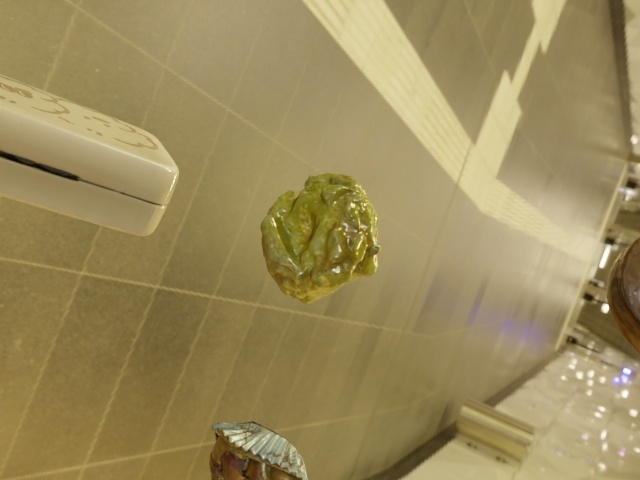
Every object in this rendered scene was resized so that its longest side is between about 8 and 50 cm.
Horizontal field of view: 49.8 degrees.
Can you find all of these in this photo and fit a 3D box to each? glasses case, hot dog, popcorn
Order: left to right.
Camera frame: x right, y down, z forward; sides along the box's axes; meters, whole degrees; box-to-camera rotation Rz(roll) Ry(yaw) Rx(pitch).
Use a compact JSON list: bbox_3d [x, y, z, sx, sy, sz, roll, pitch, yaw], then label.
[{"bbox_3d":[-0.302,-0.104,0.616,0.337,0.144,0.076,19,106,-32],"label":"glasses case"},{"bbox_3d":[-0.077,0.336,0.868,0.082,0.163,0.270,-43,143,-44],"label":"hot dog"},{"bbox_3d":[0.005,0.002,1.014,0.197,0.198,0.155,-59,135,-20],"label":"popcorn"}]

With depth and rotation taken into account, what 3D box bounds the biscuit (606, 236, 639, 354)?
[{"bbox_3d":[0.446,0.013,0.614,0.432,0.283,0.064,-13,144,-20],"label":"biscuit"}]
